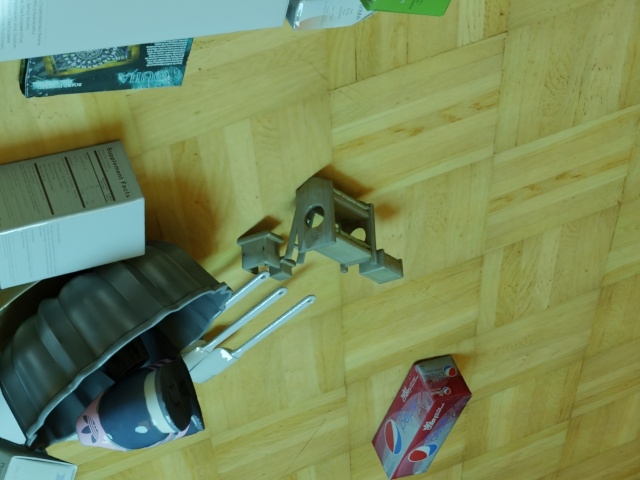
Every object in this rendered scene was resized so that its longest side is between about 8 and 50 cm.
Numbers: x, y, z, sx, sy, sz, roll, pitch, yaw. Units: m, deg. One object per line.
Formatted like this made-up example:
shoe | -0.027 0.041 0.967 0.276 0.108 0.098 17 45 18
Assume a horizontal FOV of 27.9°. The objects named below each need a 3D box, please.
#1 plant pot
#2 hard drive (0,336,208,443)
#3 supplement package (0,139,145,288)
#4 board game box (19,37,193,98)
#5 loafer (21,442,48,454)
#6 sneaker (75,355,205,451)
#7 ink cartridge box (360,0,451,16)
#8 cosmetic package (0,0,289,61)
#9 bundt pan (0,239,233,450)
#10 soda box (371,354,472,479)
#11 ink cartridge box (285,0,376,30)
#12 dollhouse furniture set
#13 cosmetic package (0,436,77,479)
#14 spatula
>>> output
plant pot | -0.365 0.082 1.636 0.236 0.032 0.236 -38 168 -9
hard drive | -0.345 0.221 1.894 0.318 0.040 0.210 2 136 -36
supplement package | -0.306 -0.032 1.527 0.179 0.105 0.105 -13 142 -19
board game box | -0.230 -0.215 1.407 0.186 0.026 0.126 -8 142 -27
loafer | -0.488 0.372 1.862 0.096 0.084 0.267 -11 -161 31
sneaker | -0.232 0.217 1.681 0.131 0.112 0.319 -19 171 1
ink cartridge box | 0.098 -0.379 1.268 0.097 0.189 0.255 -2 137 -30
cosmetic package | -0.218 -0.288 1.168 0.365 0.197 0.155 -9 142 -22
bundt pan | -0.277 0.120 1.661 0.331 0.124 0.331 -38 170 -8
soda box | 0.181 0.326 2.345 0.083 0.092 0.263 -7 141 -25
ink cartridge box | 0.025 -0.286 1.379 0.179 0.145 0.045 -7 136 -28
dollhouse furniture set | 0.000 0.000 1.823 0.161 0.101 0.182 -16 154 30
cosmetic package | -0.475 0.327 1.690 0.113 0.309 0.160 23 78 -48
spatula | -0.130 0.129 1.864 0.242 0.019 0.168 -38 144 17
